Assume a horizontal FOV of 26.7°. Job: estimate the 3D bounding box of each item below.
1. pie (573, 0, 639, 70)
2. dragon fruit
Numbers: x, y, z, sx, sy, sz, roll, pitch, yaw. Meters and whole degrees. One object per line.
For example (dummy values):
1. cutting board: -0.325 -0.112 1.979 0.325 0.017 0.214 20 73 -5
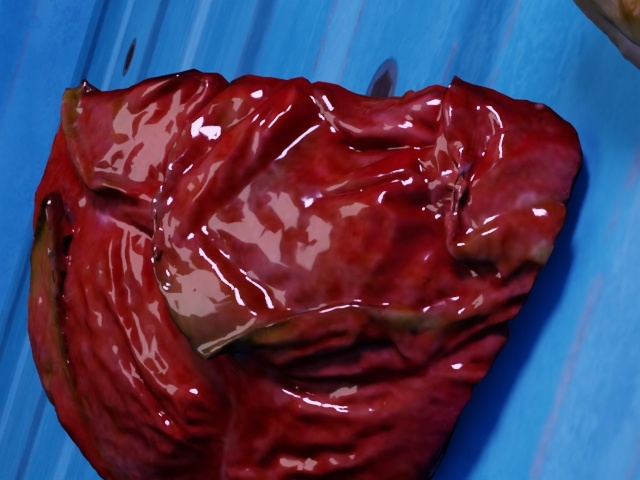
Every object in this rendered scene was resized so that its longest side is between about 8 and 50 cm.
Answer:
1. pie: 0.112 -0.167 0.456 0.274 0.055 0.274 59 169 19
2. dragon fruit: 0.000 0.000 0.726 0.330 0.302 0.240 -33 10 40
